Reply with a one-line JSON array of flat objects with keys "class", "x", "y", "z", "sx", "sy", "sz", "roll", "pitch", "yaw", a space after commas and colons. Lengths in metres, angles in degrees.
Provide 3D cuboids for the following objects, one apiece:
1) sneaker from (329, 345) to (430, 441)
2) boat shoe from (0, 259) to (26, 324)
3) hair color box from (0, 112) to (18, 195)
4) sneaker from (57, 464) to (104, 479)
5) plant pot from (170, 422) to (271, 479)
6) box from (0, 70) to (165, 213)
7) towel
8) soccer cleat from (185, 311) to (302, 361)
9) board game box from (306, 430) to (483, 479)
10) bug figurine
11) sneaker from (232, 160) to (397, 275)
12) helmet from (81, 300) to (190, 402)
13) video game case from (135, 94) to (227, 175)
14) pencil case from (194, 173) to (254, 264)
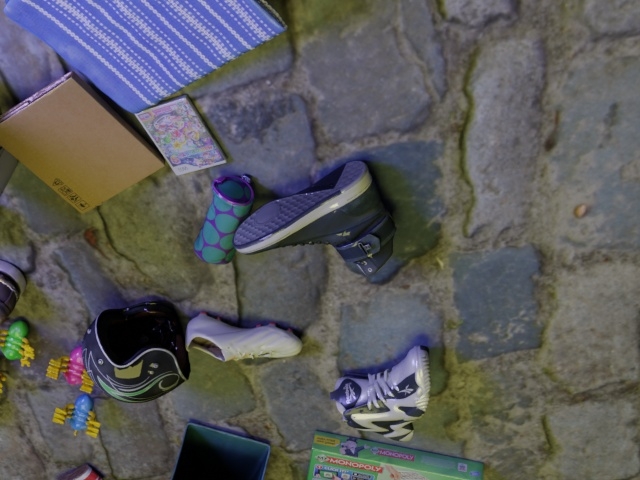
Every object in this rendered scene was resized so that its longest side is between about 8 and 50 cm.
[{"class": "sneaker", "x": 0.095, "y": 0.252, "z": 1.830, "sx": 0.153, "sy": 0.094, "sz": 0.235, "roll": 6, "pitch": 146, "yaw": -5}, {"class": "boat shoe", "x": -0.664, "y": 0.080, "z": 1.833, "sx": 0.324, "sy": 0.097, "sz": 0.117, "roll": 7, "pitch": 136, "yaw": 6}, {"class": "hair color box", "x": -0.537, "y": -0.062, "z": 1.486, "sx": 0.105, "sy": 0.347, "sz": 0.174, "roll": 4, "pitch": 134, "yaw": 8}, {"class": "sneaker", "x": -0.497, "y": 0.507, "z": 2.254, "sx": 0.118, "sy": 0.042, "sz": 0.067, "roll": -28, "pitch": 119, "yaw": 31}, {"class": "plant pot", "x": -0.209, "y": 0.492, "z": 2.097, "sx": 0.165, "sy": 0.166, "sz": 0.234, "roll": 16, "pitch": 143, "yaw": -3}, {"class": "box", "x": -0.347, "y": -0.135, "z": 1.564, "sx": 0.164, "sy": 0.021, "sz": 0.201, "roll": -27, "pitch": 131, "yaw": 21}, {"class": "towel", "x": -0.230, "y": -0.282, "z": 1.367, "sx": 0.243, "sy": 0.040, "sz": 0.336, "roll": 41, "pitch": 143, "yaw": -26}, {"class": "soccer cleat", "x": -0.129, "y": 0.174, "z": 1.818, "sx": 0.196, "sy": 0.076, "sz": 0.068, "roll": 10, "pitch": 135, "yaw": 2}, {"class": "board game box", "x": 0.131, "y": 0.467, "z": 2.069, "sx": 0.317, "sy": 0.046, "sz": 0.214, "roll": 11, "pitch": 134, "yaw": 2}, {"class": "bug figurine", "x": -0.509, "y": 0.246, "z": 1.979, "sx": 0.279, "sy": 0.072, "sz": 0.216, "roll": 25, "pitch": 128, "yaw": -5}, {"class": "sneaker", "x": 0.001, "y": 0.001, "z": 1.586, "sx": 0.226, "sy": 0.086, "sz": 0.163, "roll": -25, "pitch": 127, "yaw": 12}, {"class": "helmet", "x": -0.311, "y": 0.189, "z": 1.815, "sx": 0.161, "sy": 0.169, "sz": 0.169, "roll": -13, "pitch": 132, "yaw": 3}, {"class": "video game case", "x": -0.199, "y": -0.149, "z": 1.562, "sx": 0.087, "sy": 0.011, "sz": 0.122, "roll": -13, "pitch": 130, "yaw": 24}, {"class": "pencil case", "x": -0.145, "y": -0.030, "z": 1.629, "sx": 0.070, "sy": 0.064, "sz": 0.152, "roll": 47, "pitch": 140, "yaw": 21}]
